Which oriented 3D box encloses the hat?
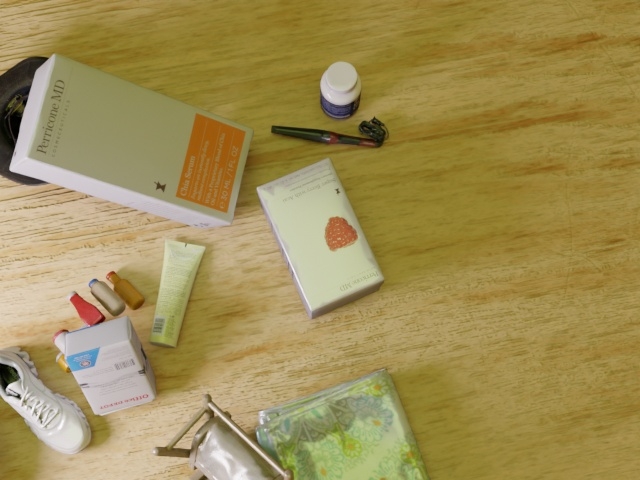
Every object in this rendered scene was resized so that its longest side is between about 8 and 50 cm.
[{"bbox_3d":[-0.615,-0.248,1.956,0.331,0.134,0.331,-1,72,4],"label":"hat"}]

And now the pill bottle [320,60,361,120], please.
[{"bbox_3d":[0.046,-0.342,1.952,0.094,0.169,0.094,0,79,0],"label":"pill bottle"}]

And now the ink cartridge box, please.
[{"bbox_3d":[-0.442,0.267,1.823,0.139,0.191,0.082,-15,41,-4],"label":"ink cartridge box"}]

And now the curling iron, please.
[{"bbox_3d":[0.022,-0.253,2.004,0.274,0.035,0.068,0,75,-1],"label":"curling iron"}]

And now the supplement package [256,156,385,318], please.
[{"bbox_3d":[0.000,0.000,1.883,0.177,0.175,0.293,-24,80,-5],"label":"supplement package"}]

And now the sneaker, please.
[{"bbox_3d":[-0.615,0.347,1.847,0.292,0.118,0.110,43,80,6],"label":"sneaker"}]

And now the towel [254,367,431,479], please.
[{"bbox_3d":[0.062,0.494,1.833,0.320,0.090,0.374,-20,80,-3],"label":"towel"}]

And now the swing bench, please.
[{"bbox_3d":[-0.166,0.479,1.722,0.253,0.255,0.165,37,74,28],"label":"swing bench"}]

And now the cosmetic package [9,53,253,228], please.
[{"bbox_3d":[-0.391,-0.196,1.825,0.453,0.161,0.230,17,78,-29],"label":"cosmetic package"}]

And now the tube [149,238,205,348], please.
[{"bbox_3d":[-0.326,0.119,1.925,0.070,0.062,0.240,23,69,-40],"label":"tube"}]

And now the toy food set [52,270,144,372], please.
[{"bbox_3d":[-0.512,0.169,1.887,0.104,0.111,0.232,42,83,19],"label":"toy food set"}]
